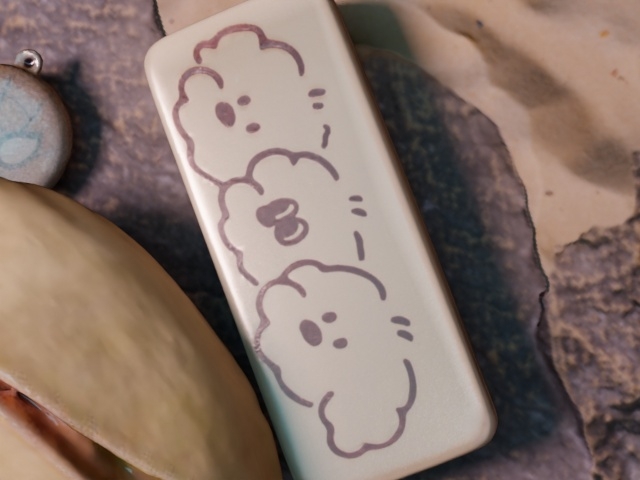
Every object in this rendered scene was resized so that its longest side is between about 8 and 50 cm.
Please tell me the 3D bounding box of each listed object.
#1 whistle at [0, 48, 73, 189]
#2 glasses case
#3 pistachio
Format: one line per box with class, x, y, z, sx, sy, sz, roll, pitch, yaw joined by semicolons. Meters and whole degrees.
whistle;-0.251;-0.038;0.837;0.107;0.057;0.220;23;95;-3
glasses case;0.000;0.000;0.778;0.144;0.076;0.336;-23;83;7
pistachio;-0.162;0.092;0.731;0.318;0.214;0.193;38;93;6
